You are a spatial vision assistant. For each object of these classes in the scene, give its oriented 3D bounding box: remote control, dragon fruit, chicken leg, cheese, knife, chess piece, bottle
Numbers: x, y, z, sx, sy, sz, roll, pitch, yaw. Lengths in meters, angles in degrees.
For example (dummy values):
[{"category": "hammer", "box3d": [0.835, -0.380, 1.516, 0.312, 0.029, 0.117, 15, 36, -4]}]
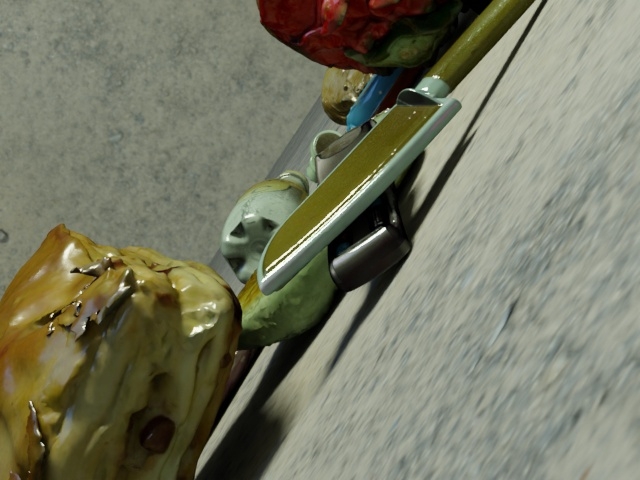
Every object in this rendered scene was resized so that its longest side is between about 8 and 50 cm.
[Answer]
[{"category": "remote control", "box3d": [0.025, -0.027, 1.212, 0.059, 0.028, 0.212, -37, 21, 12]}, {"category": "dragon fruit", "box3d": [0.031, -0.285, 1.716, 0.234, 0.234, 0.293, -51, 41, 46]}, {"category": "chicken leg", "box3d": [0.048, -0.175, 2.007, 0.085, 0.069, 0.198, -59, 12, -10]}, {"category": "cheese", "box3d": [0.093, -0.192, 1.837, 0.256, 0.037, 0.106, -56, 6, -10]}, {"category": "knife", "box3d": [0.063, -0.085, 1.196, 0.343, 0.027, 0.061, -47, 27, -23]}, {"category": "chess piece", "box3d": [0.004, -0.088, 2.028, 0.042, 0.042, 0.093, -58, -2, -20]}, {"category": "bottle", "box3d": [-0.041, -0.024, 1.770, 0.083, 0.083, 0.269, -55, 3, 16]}]

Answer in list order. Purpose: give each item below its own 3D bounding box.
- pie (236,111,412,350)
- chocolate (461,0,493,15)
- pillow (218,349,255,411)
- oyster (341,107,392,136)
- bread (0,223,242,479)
[{"category": "pie", "box3d": [0.000, 0.000, 1.395, 0.240, 0.054, 0.240, -54, 5, 6]}, {"category": "chocolate", "box3d": [0.146, -0.374, 1.484, 0.340, 0.210, 0.225, -55, 7, 17]}, {"category": "pillow", "box3d": [-0.094, 0.118, 1.596, 0.185, 0.043, 0.118, -59, 8, -27]}, {"category": "oyster", "box3d": [0.039, -0.081, 1.663, 0.093, 0.034, 0.051, -43, 25, 18]}, {"category": "bread", "box3d": [-0.170, 0.127, 1.277, 0.324, 0.167, 0.277, -132, 60, -81]}]
